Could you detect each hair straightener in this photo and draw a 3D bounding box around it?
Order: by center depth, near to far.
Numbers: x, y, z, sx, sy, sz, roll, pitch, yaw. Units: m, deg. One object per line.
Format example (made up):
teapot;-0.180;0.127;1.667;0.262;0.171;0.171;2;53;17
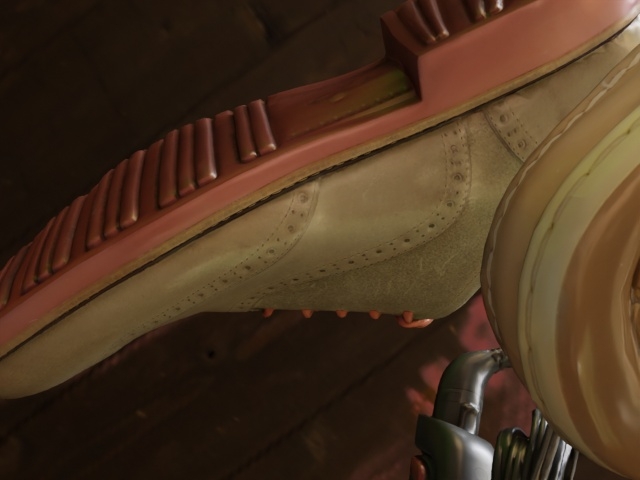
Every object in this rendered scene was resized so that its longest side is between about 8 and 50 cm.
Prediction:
hair straightener;0.051;0.109;0.418;0.089;0.047;0.230;-32;-148;48

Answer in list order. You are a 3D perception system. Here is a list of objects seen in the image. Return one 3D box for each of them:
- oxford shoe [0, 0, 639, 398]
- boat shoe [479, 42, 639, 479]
oxford shoe;0.000;0.000;0.670;0.348;0.123;0.130;-27;-69;11
boat shoe;0.152;-0.045;0.424;0.341;0.121;0.110;-27;-146;-35
